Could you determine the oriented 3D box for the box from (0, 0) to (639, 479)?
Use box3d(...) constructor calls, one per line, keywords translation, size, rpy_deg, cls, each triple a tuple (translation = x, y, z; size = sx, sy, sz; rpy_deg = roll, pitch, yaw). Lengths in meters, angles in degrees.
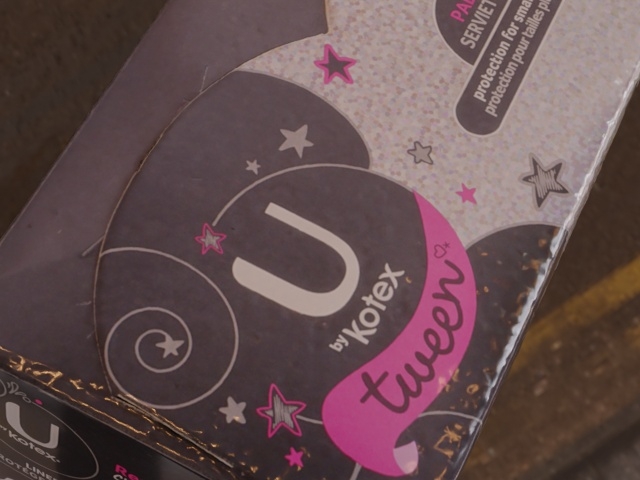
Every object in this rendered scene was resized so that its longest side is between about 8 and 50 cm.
box3d(translation=(0.000, 0.000, 0.518), size=(0.247, 0.163, 0.142), rpy_deg=(-61, 174, -28), cls="box")
